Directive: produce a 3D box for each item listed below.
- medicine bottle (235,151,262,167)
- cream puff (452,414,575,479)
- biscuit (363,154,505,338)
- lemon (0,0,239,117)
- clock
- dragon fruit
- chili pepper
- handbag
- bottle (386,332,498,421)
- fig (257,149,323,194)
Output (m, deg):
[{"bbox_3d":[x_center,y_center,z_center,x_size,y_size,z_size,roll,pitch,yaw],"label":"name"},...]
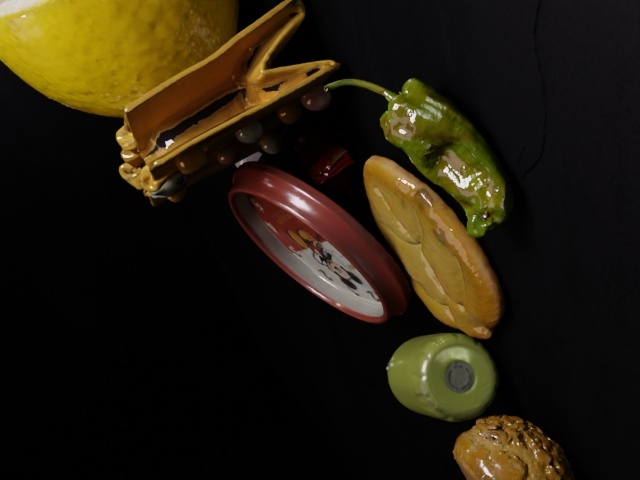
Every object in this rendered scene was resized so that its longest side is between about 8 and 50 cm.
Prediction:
[{"bbox_3d":[-0.148,-0.169,1.366,0.052,0.052,0.089,65,165,-19],"label":"medicine bottle"},{"bbox_3d":[0.243,0.285,0.790,0.165,0.115,0.150,54,175,-15],"label":"cream puff"},{"bbox_3d":[0.128,0.010,0.784,0.260,0.041,0.203,57,168,-3],"label":"biscuit"},{"bbox_3d":[-0.277,-0.332,0.922,0.364,0.364,0.364,54,165,22],"label":"lemon"},{"bbox_3d":[0.000,0.000,0.944,0.319,0.080,0.318,35,162,13],"label":"clock"},{"bbox_3d":[-0.009,-0.118,0.963,0.131,0.063,0.097,51,163,32],"label":"dragon fruit"},{"bbox_3d":[0.106,-0.097,0.599,0.204,0.073,0.072,49,148,-2],"label":"chili pepper"},{"bbox_3d":[-0.145,-0.158,0.908,0.133,0.283,0.401,58,164,-5],"label":"handbag"},{"bbox_3d":[0.154,0.191,0.917,0.112,0.112,0.260,59,168,5],"label":"bottle"},{"bbox_3d":[-0.040,-0.084,1.102,0.133,0.185,0.126,-60,-22,-63],"label":"fig"}]
